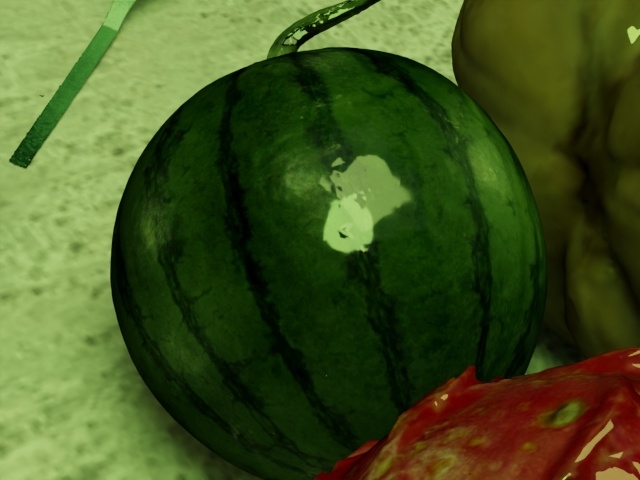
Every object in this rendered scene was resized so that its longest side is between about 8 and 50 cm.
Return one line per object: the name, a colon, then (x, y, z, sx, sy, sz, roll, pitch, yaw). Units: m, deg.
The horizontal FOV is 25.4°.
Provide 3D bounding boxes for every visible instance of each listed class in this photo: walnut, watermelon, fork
walnut: (0.243, -0.063, 0.722, 0.343, 0.306, 0.306, -6, 47, -40)
watermelon: (0.000, 0.000, 0.611, 0.188, 0.188, 0.215, -9, 69, -31)
fork: (-0.124, -0.116, 0.815, 0.039, 0.021, 0.235, 19, 40, 1)

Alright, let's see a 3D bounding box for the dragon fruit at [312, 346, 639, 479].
dragon fruit: (0.095, 0.135, 0.451, 0.210, 0.268, 0.205, 25, 59, -47)
